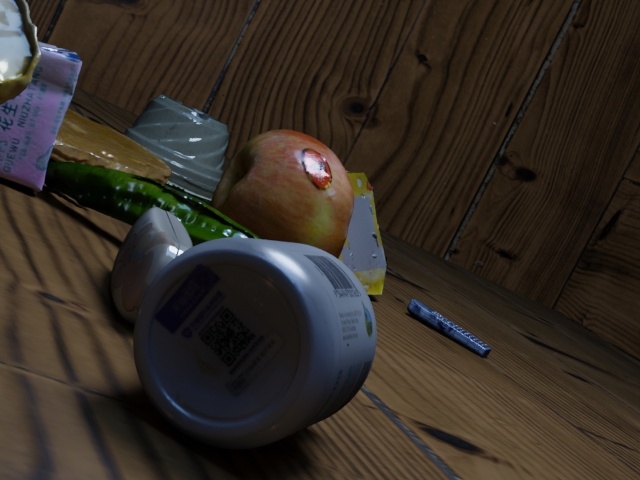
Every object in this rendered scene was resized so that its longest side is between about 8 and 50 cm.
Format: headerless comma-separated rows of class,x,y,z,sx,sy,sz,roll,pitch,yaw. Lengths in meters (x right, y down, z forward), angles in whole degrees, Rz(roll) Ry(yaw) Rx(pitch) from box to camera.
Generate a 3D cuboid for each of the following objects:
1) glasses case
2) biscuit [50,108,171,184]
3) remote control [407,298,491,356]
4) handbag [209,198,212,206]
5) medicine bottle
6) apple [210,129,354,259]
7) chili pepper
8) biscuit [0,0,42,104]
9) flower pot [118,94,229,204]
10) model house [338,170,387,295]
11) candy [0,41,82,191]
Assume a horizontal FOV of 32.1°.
glasses case,-0.148,0.020,0.972,0.051,0.081,0.204,28,3,-16
biscuit,-0.375,-0.148,1.621,0.269,0.051,0.376,34,10,38
remote control,0.207,0.143,1.807,0.152,0.027,0.043,31,0,21
handbag,-0.126,-0.029,1.714,0.111,0.047,0.072,20,2,-33
medicine bottle,-0.031,0.068,0.784,0.135,0.135,0.215,28,5,15
apple,-0.045,-0.042,1.431,0.164,0.209,0.209,26,5,-20
chili pepper,-0.188,-0.032,1.217,0.359,0.076,0.085,25,33,33
biscuit,-0.505,-0.289,1.123,0.446,0.104,0.429,-5,56,-32
flower pot,-0.251,-0.169,1.964,0.235,0.140,0.235,26,4,-2
model house,0.000,0.000,1.770,0.136,0.207,0.219,-10,0,25
candy,-0.331,-0.144,1.231,0.092,0.160,0.073,18,5,-22
